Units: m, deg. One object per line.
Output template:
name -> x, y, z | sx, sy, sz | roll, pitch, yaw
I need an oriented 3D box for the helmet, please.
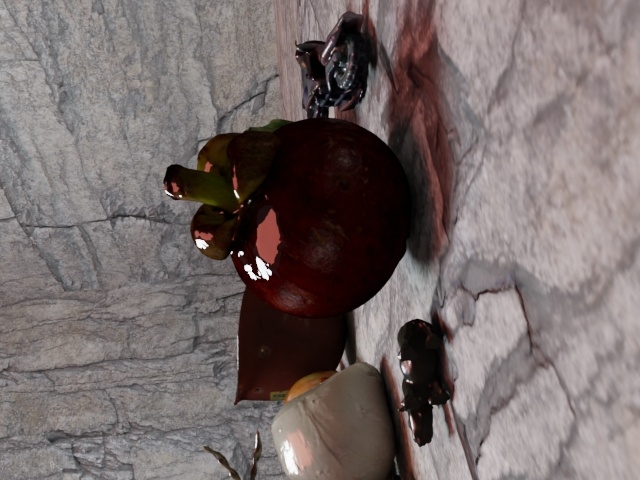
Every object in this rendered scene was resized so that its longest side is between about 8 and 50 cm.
helmet -> -0.056, 0.202, 1.347 | 0.385, 0.230, 0.338 | 105, 174, -67

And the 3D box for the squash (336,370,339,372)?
squash -> 0.017, 0.378, 1.461 | 0.370, 0.118, 0.118 | 176, 86, -86

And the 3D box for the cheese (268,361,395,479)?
cheese -> 0.024, 0.299, 0.927 | 0.154, 0.198, 0.189 | 38, -159, -53

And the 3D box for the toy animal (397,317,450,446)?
toy animal -> 0.100, 0.145, 0.613 | 0.065, 0.047, 0.136 | -97, -1, -77

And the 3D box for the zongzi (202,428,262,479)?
zongzi -> 0.010, 0.471, 0.766 | 0.218, 0.466, 0.500 | 47, -143, -29

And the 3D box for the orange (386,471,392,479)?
orange -> 0.078, 0.382, 1.007 | 0.083, 0.083, 0.084 | 172, 90, -85

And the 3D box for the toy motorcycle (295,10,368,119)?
toy motorcycle -> 0.017, -0.232, 0.811 | 0.213, 0.082, 0.123 | 154, 109, -72

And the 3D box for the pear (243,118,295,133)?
pear -> -0.032, -0.050, 1.027 | 0.282, 0.176, 0.287 | 138, 128, -82

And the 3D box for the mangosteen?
mangosteen -> -0.033, -0.034, 0.640 | 0.215, 0.257, 0.215 | -161, 90, -78

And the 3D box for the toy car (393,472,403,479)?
toy car -> 0.118, 0.361, 0.831 | 0.041, 0.025, 0.093 | 171, 88, -83

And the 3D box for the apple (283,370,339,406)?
apple -> 0.015, 0.354, 1.183 | 0.209, 0.164, 0.210 | 171, 90, -82
